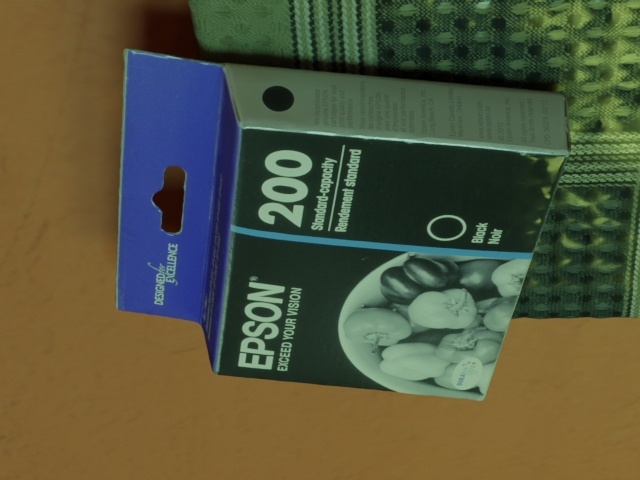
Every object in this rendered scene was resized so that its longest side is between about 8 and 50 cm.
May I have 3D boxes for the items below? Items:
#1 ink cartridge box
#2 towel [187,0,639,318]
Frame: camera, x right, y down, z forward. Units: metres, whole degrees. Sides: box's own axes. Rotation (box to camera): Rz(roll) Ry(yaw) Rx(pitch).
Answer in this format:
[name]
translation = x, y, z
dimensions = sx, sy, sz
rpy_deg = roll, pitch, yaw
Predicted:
[ink cartridge box]
translation = 0.000, 0.000, 0.792
dimensions = 0.208, 0.045, 0.206
rpy_deg = 6, 141, -3
[towel]
translation = 0.101, -0.070, 0.780
dimensions = 0.312, 0.056, 0.324
rpy_deg = -1, 141, 4
